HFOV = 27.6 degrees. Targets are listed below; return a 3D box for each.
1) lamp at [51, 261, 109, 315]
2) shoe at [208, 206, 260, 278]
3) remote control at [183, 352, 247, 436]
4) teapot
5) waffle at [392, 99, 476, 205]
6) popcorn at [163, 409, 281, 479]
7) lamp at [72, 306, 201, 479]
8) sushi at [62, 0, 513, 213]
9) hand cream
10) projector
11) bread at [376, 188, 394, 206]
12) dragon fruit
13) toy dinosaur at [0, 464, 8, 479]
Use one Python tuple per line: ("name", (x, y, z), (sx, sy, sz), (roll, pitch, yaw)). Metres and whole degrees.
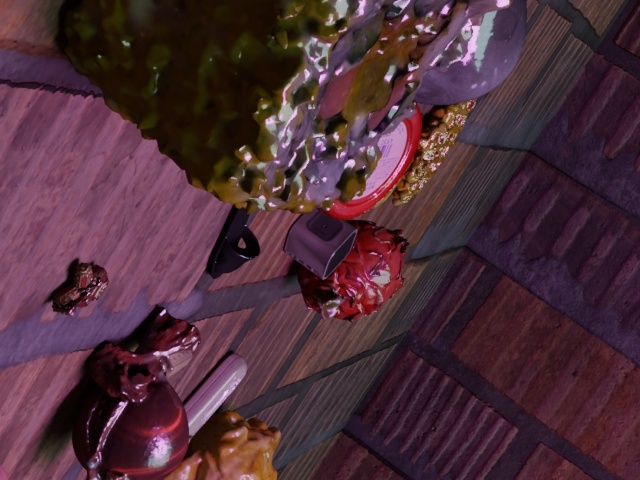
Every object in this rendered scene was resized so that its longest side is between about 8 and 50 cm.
("lamp", (-0.259, 0.054, 1.431), (0.063, 0.031, 0.083), (-55, 171, 4))
("shoe", (-0.108, 0.003, 1.787), (0.062, 0.053, 0.159), (-44, 161, -51))
("remote control", (-0.198, 0.278, 2.169), (0.221, 0.042, 0.078), (-49, 167, -23))
("teapot", (0.104, -0.326, 1.519), (0.285, 0.305, 0.223), (94, -3, -54))
("waffle", (0.214, -0.172, 2.460), (0.243, 0.059, 0.238), (-47, 166, -32))
("popcorn", (-0.171, 0.417, 2.301), (0.253, 0.190, 0.191), (-49, 159, -8))
("lamp", (-0.231, 0.226, 1.697), (0.223, 0.151, 0.215), (-63, 168, 26))
("sushi", (-0.006, -0.218, 1.179), (0.351, 0.240, 0.396), (-56, 164, 13))
("hand cream", (0.027, -0.132, 1.670), (0.193, 0.125, 0.193), (-37, 149, -27))
("projector", (0.000, 0.000, 2.083), (0.083, 0.082, 0.083), (-46, 165, -32))
("bread", (0.097, -0.120, 2.147), (0.130, 0.071, 0.139), (-37, 157, -60))
("dragon fruit", (0.053, 0.053, 2.207), (0.209, 0.172, 0.172), (-31, 157, -27))
("toy dinosaur", (-0.377, 0.338, 1.471), (0.177, 0.194, 0.152), (-37, 168, 30))
